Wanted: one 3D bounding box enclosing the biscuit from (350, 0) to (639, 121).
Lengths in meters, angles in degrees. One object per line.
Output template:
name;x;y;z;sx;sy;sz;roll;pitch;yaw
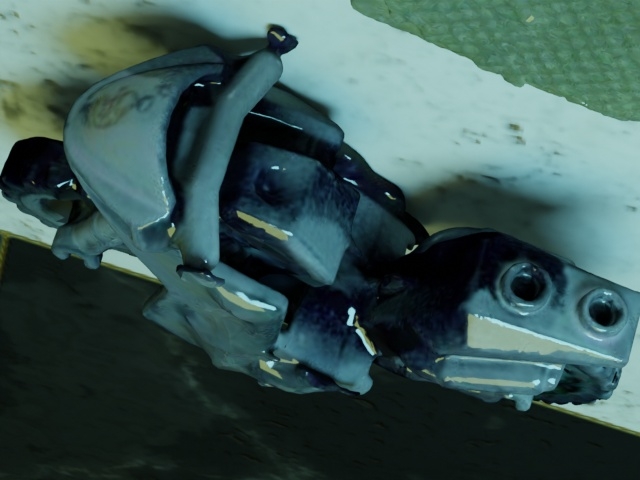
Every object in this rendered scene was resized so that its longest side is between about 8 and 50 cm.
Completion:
biscuit;0.096;-0.104;0.532;0.121;0.040;0.199;22;153;-11

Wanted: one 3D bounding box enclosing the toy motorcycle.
toy motorcycle;0.000;0.000;0.709;0.270;0.106;0.159;18;159;1
